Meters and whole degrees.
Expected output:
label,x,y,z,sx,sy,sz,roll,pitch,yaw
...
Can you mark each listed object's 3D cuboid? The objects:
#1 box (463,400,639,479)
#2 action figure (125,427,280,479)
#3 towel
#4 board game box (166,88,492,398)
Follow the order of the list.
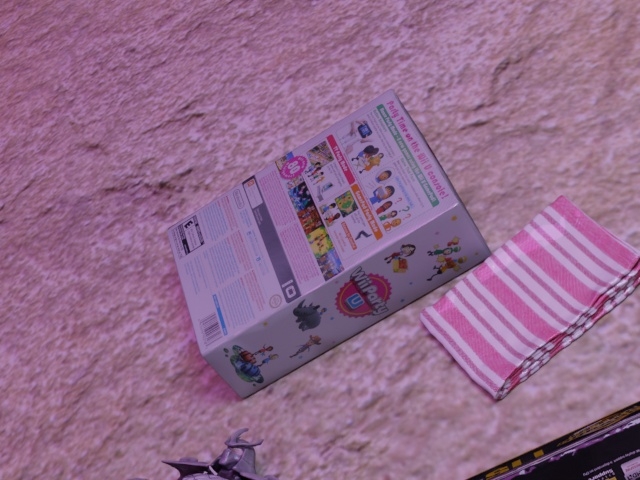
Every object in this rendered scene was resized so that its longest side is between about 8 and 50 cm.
label,x,y,z,sx,sy,sz,roll,pitch,yaw
box,0.132,0.277,0.780,0.322,0.079,0.257,-26,84,5
action figure,-0.131,0.289,1.137,0.185,0.099,0.285,-4,45,44
towel,0.201,0.049,1.188,0.197,0.029,0.144,-39,39,-4
board game box,0.000,0.000,1.325,0.303,0.097,0.224,-31,41,8
